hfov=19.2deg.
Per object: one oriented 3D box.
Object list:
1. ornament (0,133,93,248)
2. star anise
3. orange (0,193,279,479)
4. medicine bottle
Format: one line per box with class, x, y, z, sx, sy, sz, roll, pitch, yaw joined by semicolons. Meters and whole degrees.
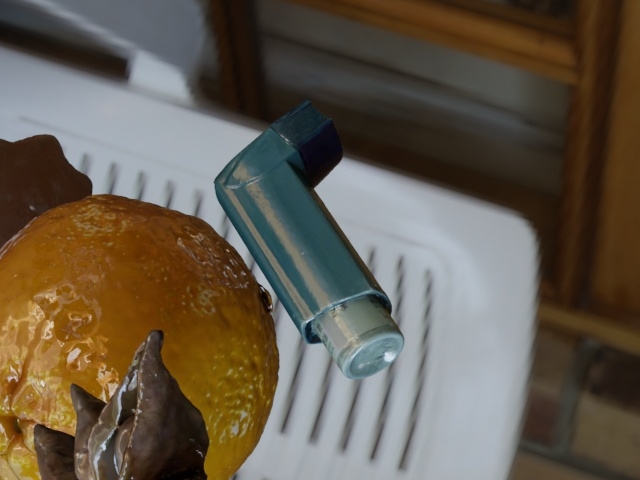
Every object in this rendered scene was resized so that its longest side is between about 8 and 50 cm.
ornament;-0.441;-0.009;2.463;0.221;0.217;0.235;21;57;-39
star anise;-0.116;0.228;1.428;0.109;0.292;0.349;-23;167;-39
orange;-0.217;0.128;1.922;0.293;0.340;0.340;-30;136;-52
medicine bottle;0.000;0.000;1.676;0.124;0.258;0.079;-25;149;-10
